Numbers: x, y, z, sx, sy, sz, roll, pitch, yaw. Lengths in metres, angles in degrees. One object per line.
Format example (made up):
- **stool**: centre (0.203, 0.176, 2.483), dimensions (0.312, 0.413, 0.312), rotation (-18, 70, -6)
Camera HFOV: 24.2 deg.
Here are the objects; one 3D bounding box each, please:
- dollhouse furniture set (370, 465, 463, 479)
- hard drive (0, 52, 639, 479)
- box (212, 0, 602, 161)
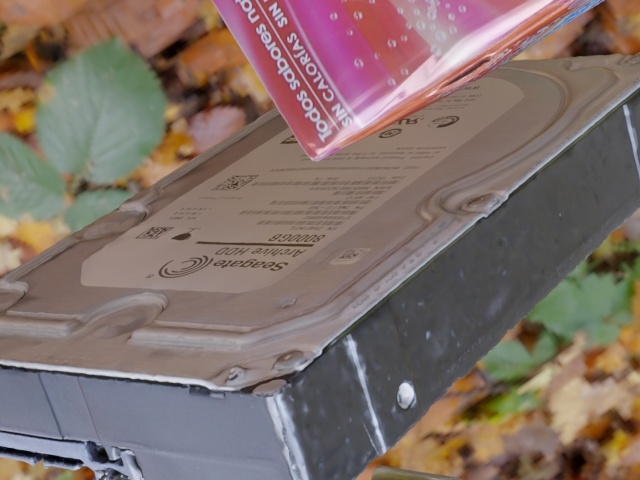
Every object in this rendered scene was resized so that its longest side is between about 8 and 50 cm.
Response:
- **dollhouse furniture set**: centre (0.005, 0.131, 0.768), dimensions (0.151, 0.076, 0.059), rotation (8, 130, 11)
- **hard drive**: centre (0.000, 0.000, 0.710), dimensions (0.339, 0.237, 0.064), rotation (-37, 118, -42)
- **box**: centre (0.002, -0.171, 0.459), dimensions (0.122, 0.257, 0.128), rotation (-31, -179, 34)
